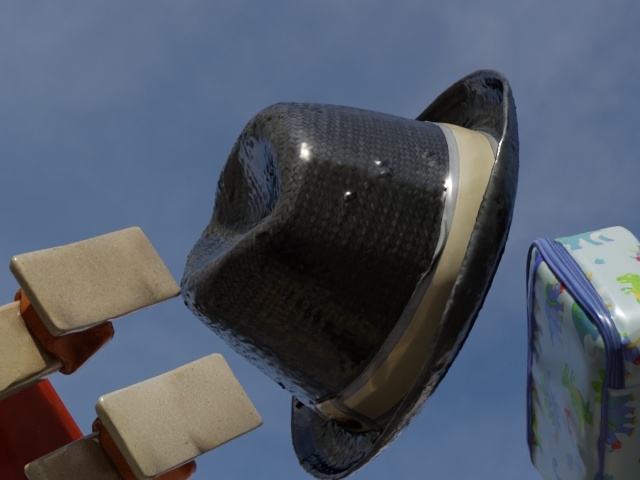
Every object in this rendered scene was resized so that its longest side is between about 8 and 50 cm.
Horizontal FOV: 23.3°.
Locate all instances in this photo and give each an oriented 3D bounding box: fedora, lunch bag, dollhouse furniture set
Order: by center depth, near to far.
[{"bbox_3d":[-0.178,0.070,0.795,0.262,0.135,0.259,-41,-102,33],"label":"dollhouse furniture set"},{"bbox_3d":[0.000,0.000,1.050,0.152,0.334,0.334,23,-47,-13],"label":"fedora"},{"bbox_3d":[0.210,0.110,1.148,0.090,0.176,0.219,-9,-58,-9],"label":"lunch bag"}]
